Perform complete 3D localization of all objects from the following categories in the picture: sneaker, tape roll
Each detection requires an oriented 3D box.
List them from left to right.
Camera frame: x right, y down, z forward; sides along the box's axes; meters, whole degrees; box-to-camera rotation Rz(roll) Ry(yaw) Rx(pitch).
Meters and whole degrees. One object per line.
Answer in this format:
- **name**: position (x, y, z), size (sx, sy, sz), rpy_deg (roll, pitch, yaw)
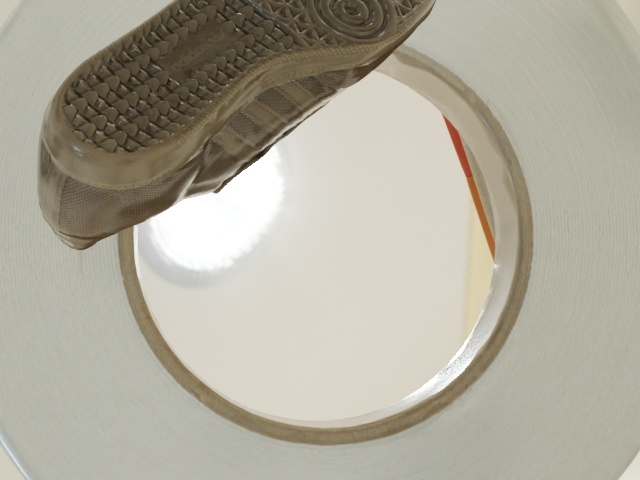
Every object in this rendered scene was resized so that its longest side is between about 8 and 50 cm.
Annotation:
- **sneaker**: position (-0.035, -0.061, 0.614), size (0.188, 0.066, 0.071), rpy_deg (-32, -18, -35)
- **tape roll**: position (0.000, 0.000, 0.833), size (0.392, 0.072, 0.392), rpy_deg (0, -93, -5)

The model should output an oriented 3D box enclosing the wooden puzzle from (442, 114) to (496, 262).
- **wooden puzzle**: position (0.138, -0.083, 1.157), size (0.221, 0.044, 0.238), rpy_deg (-53, -47, -55)
